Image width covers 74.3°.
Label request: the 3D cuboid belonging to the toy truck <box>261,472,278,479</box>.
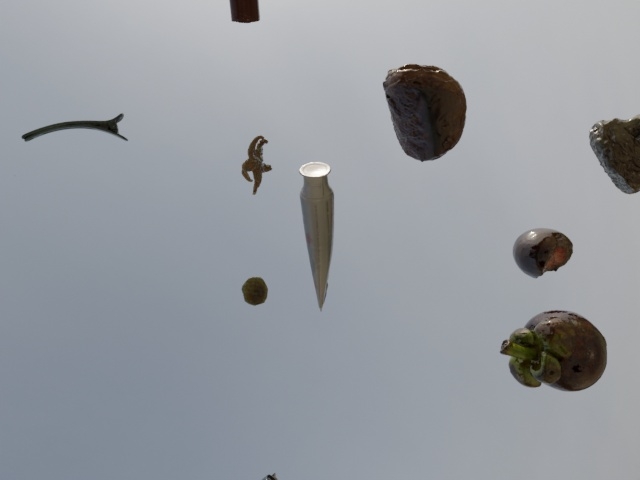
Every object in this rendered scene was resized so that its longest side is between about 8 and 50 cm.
[{"bbox_3d":[-0.108,0.572,0.755,0.136,0.305,0.162,-39,-94,-3],"label":"toy truck"}]

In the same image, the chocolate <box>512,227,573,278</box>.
[{"bbox_3d":[0.517,0.028,0.989,0.133,0.127,0.124,24,-109,-58],"label":"chocolate"}]

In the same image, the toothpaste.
[{"bbox_3d":[0.000,0.000,0.863,0.100,0.066,0.323,-76,-14,-53],"label":"toothpaste"}]

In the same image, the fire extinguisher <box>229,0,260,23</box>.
[{"bbox_3d":[-0.257,-0.928,1.419,0.147,0.106,0.337,-61,-21,-49],"label":"fire extinguisher"}]

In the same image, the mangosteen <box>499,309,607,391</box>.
[{"bbox_3d":[0.425,0.206,0.767,0.181,0.145,0.156,-3,-74,-39],"label":"mangosteen"}]

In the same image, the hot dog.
[{"bbox_3d":[0.208,-0.260,0.859,0.099,0.160,0.227,-60,-29,-26],"label":"hot dog"}]

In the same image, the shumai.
[{"bbox_3d":[0.784,-0.229,1.037,0.166,0.175,0.206,-19,-97,-59],"label":"shumai"}]

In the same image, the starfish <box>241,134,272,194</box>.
[{"bbox_3d":[-0.230,-0.266,1.496,0.150,0.053,0.210,-2,-86,-52],"label":"starfish"}]

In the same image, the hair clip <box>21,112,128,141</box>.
[{"bbox_3d":[-0.600,-0.272,1.035,0.229,0.039,0.070,-8,-83,-17],"label":"hair clip"}]

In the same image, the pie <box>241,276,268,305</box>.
[{"bbox_3d":[-0.186,0.144,1.210,0.084,0.020,0.085,4,-100,-27],"label":"pie"}]
